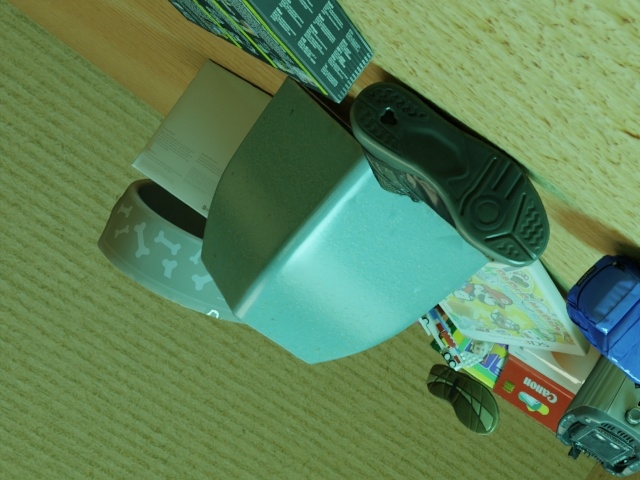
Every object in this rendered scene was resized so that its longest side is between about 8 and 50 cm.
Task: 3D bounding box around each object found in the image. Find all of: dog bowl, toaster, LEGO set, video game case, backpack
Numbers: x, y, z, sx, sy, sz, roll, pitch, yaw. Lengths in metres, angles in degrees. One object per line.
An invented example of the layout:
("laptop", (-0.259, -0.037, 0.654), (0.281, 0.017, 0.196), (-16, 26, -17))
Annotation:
("dog bowl", (-0.187, 0.008, 1.749), (0.349, 0.102, 0.349), (24, -166, -6))
("toaster", (0.418, 0.230, 1.466), (0.129, 0.146, 0.227), (33, 162, 11))
("LEGO set", (0.155, 0.091, 1.598), (0.182, 0.060, 0.244), (60, -177, 40))
("video game case", (0.249, 0.084, 1.505), (0.206, 0.026, 0.227), (5, 147, 39))
("backpack", (0.296, 0.063, 1.039), (0.101, 0.098, 0.120), (45, -173, -16))

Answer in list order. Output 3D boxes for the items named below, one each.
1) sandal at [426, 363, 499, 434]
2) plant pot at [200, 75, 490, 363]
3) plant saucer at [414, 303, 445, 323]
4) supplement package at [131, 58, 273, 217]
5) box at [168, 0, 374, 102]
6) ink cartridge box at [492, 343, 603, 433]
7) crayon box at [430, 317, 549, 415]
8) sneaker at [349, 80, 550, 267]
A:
("sandal", (0.240, 0.256, 1.744), (0.049, 0.072, 0.180), (18, -171, -33))
("plant pot", (0.000, 0.000, 1.308), (0.247, 0.252, 0.248), (36, -171, -37))
("plant saucer", (0.078, 0.030, 1.852), (0.332, 0.084, 0.332), (38, -161, -16))
("supplement package", (-0.135, -0.129, 1.639), (0.194, 0.203, 0.149), (34, 178, 30))
("box", (-0.095, -0.238, 0.901), (0.216, 0.060, 0.270), (32, 176, 31))
("ink cartridge box", (0.344, 0.188, 1.612), (0.145, 0.179, 0.045), (33, -166, 34))
("crayon box", (0.341, 0.186, 1.730), (0.278, 0.165, 0.081), (35, 178, -5))
("sneaker", (0.126, -0.061, 1.045), (0.227, 0.087, 0.130), (38, 179, 5))
